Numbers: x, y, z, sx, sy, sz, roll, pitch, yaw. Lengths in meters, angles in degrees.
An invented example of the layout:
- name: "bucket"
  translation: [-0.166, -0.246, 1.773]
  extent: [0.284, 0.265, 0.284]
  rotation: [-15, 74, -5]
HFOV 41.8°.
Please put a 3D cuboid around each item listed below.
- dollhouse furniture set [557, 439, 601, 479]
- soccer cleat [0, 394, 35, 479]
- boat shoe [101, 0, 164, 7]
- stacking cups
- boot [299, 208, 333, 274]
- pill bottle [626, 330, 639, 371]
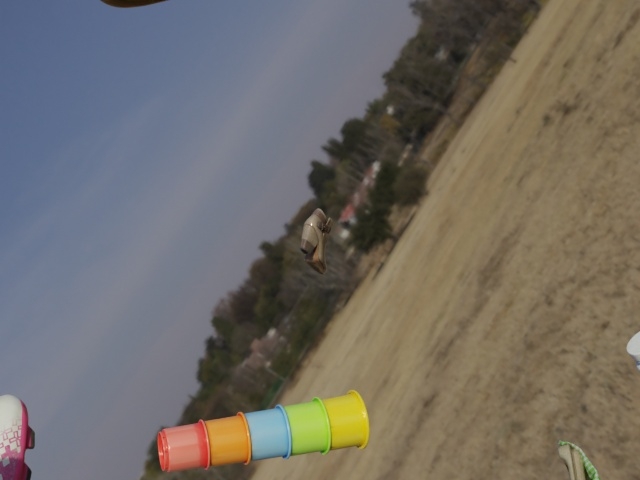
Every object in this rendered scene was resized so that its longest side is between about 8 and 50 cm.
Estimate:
- name: "dollhouse furniture set"
  translation: [0.364, 0.384, 0.911]
  extent: [0.197, 0.151, 0.301]
  rotation: [60, -156, -51]
- name: "soccer cleat"
  translation: [-0.422, 0.321, 0.902]
  extent: [0.116, 0.143, 0.331]
  rotation: [6, 75, 54]
- name: "boat shoe"
  translation: [-0.095, -0.298, 0.798]
  extent: [0.277, 0.096, 0.098]
  rotation: [-15, -32, -25]
- name: "stacking cups"
  translation: [-0.084, 0.303, 1.277]
  extent: [0.096, 0.316, 0.096]
  rotation: [173, 90, -69]
- name: "boot"
  translation: [0.000, 0.000, 1.547]
  extent: [0.087, 0.042, 0.118]
  rotation: [-64, -29, -21]
- name: "pill bottle"
  translation: [0.599, 0.221, 1.456]
  extent: [0.078, 0.137, 0.078]
  rotation: [-40, 13, 11]
